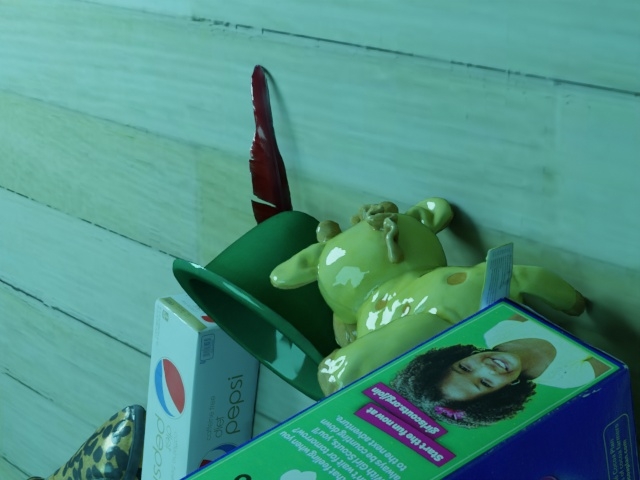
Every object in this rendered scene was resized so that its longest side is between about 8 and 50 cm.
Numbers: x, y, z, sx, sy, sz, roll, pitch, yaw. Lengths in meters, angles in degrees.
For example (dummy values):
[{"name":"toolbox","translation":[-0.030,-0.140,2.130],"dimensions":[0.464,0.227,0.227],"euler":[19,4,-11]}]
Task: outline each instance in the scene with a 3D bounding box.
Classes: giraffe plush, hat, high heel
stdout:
[{"name":"giraffe plush","translation":[0.054,0.054,1.055],"dimensions":[0.170,0.181,0.210],"euler":[46,125,48]},{"name":"hat","translation":[0.000,0.000,1.225],"dimensions":[0.208,0.183,0.173],"euler":[46,163,-25]},{"name":"high heel","translation":[-0.237,0.229,1.596],"dimensions":[0.261,0.093,0.186],"euler":[25,96,63]}]

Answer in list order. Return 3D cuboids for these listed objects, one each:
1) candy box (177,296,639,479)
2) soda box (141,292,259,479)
[{"name":"candy box","translation":[0.041,0.227,0.918],"dimensions":[0.122,0.317,0.268],"euler":[27,137,48]},{"name":"soda box","translation":[-0.106,0.154,1.374],"dimensions":[0.074,0.069,0.216],"euler":[33,124,46]}]
